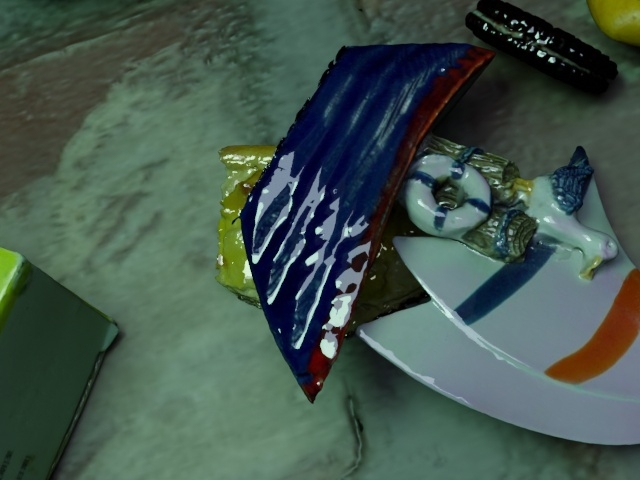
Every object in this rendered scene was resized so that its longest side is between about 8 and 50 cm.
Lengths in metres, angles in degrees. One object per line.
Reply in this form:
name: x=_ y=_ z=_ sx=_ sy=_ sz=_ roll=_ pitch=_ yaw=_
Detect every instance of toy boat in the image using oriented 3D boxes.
toy boat: x=0.090 y=0.033 z=0.570 sx=0.219 sy=0.072 sz=0.318 roll=-34 pitch=78 yaw=-23

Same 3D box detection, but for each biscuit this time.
biscuit: x=0.127 y=-0.113 z=0.642 sx=0.089 sy=0.087 sz=0.027 roll=21 pitch=107 yaw=-20

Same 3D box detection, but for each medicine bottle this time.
medicine bottle: x=-0.262 y=0.056 z=0.610 sx=0.250 sy=0.141 sz=0.137 roll=16 pitch=76 yaw=16

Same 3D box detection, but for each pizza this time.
pizza: x=0.000 y=0.000 z=0.635 sx=0.160 sy=0.036 sz=0.099 roll=25 pitch=77 yaw=18

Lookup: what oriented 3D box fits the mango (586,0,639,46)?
mango: x=0.236 y=-0.211 z=0.621 sx=0.154 sy=0.126 sz=0.252 roll=35 pitch=87 yaw=9
